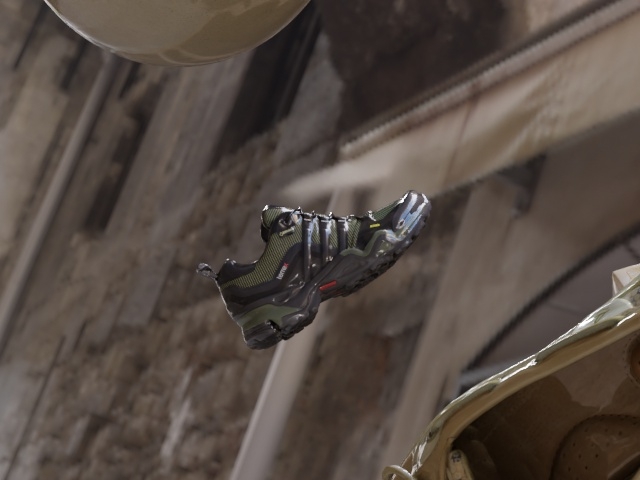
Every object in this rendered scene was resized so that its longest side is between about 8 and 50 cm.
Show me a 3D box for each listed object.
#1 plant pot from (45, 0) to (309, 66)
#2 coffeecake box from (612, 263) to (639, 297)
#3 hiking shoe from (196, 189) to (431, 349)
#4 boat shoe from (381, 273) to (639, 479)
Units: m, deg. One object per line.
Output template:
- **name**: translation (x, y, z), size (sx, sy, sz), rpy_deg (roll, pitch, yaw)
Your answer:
- **plant pot**: translation (-0.092, -0.284, 1.188), size (0.284, 0.284, 0.191), rpy_deg (27, -6, -19)
- **coffeecake box**: translation (0.379, 0.132, 1.605), size (0.068, 0.185, 0.142), rpy_deg (-17, -47, -8)
- **hiking shoe**: translation (0.000, 0.000, 1.408), size (0.114, 0.227, 0.086), rpy_deg (54, -21, 7)
- **boat shoe**: translation (0.103, 0.105, 0.730), size (0.104, 0.285, 0.089), rpy_deg (48, 30, 15)
